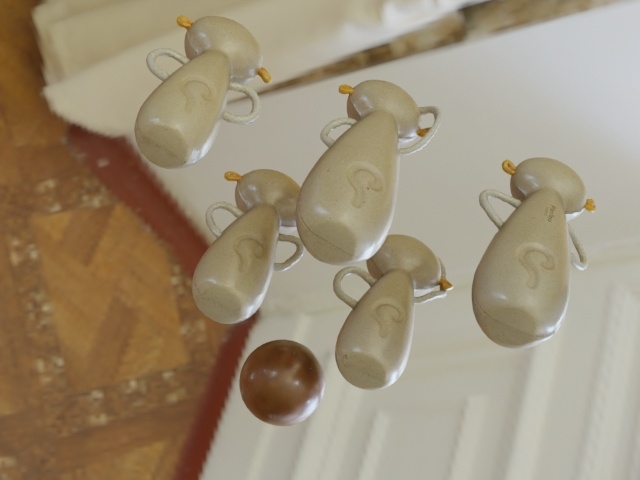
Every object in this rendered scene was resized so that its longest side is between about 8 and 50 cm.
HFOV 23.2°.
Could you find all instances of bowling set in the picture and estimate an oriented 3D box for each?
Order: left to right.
[{"bbox_3d":[0.000,0.000,0.952,0.287,0.200,0.154,30,40,-5],"label":"bowling set"}]
